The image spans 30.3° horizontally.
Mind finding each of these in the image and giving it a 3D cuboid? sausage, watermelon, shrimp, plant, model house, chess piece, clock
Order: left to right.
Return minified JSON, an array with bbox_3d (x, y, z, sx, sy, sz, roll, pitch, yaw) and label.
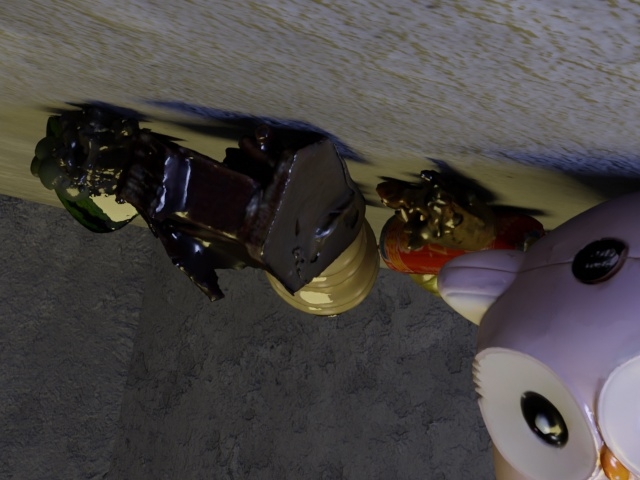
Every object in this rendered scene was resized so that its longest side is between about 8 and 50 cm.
[{"bbox_3d":[-0.198,-0.072,1.012,0.085,0.087,0.174,51,152,-16],"label":"plant"},{"bbox_3d":[-0.183,-0.074,1.123,0.135,0.125,0.094,-9,-158,17],"label":"watermelon"},{"bbox_3d":[-0.071,-0.036,0.936,0.164,0.141,0.203,23,163,19],"label":"model house"},{"bbox_3d":[0.000,0.000,1.280,0.143,0.142,0.261,11,171,2],"label":"chess piece"},{"bbox_3d":[0.086,-0.023,1.026,0.117,0.066,0.262,10,175,19],"label":"shrimp"},{"bbox_3d":[0.151,0.005,1.218,0.074,0.074,0.274,12,177,-24],"label":"sausage"},{"bbox_3d":[0.279,0.121,0.837,0.368,0.250,0.376,-5,133,42],"label":"clock"}]

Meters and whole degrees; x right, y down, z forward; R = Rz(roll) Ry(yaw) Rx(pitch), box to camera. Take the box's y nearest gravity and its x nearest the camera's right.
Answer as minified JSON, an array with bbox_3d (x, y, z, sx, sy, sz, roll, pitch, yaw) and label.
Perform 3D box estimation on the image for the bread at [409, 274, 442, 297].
[{"bbox_3d":[0.164,0.027,1.488,0.157,0.094,0.083,21,178,-23],"label":"bread"}]
